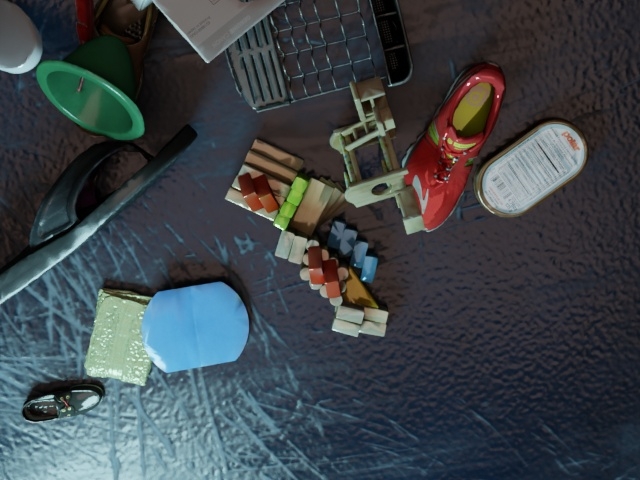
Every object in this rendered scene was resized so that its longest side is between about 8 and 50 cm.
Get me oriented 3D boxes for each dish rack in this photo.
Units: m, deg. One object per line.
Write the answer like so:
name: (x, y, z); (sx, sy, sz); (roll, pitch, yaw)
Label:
dish rack: (-0.012, -0.309, 1.874); (0.272, 0.074, 0.208); (-14, 98, 3)

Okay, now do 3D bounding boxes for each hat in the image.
hat: (-0.297, -0.276, 1.803); (0.173, 0.208, 0.183); (19, 66, 15)

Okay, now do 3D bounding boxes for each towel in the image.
towel: (-0.310, 0.152, 1.976); (0.110, 0.027, 0.148); (12, 98, -2)

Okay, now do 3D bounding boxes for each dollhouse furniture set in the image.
dollhouse furniture set: (0.071, -0.115, 1.820); (0.101, 0.161, 0.182); (-17, 58, 4)

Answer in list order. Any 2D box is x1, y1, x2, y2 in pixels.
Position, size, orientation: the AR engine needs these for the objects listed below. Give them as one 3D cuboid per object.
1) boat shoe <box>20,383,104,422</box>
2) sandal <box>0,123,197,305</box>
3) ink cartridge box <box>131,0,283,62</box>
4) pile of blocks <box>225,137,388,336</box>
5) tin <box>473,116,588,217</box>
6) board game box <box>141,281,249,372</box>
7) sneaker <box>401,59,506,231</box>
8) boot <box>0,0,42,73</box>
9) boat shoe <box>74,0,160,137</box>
boat shoe: (-0.412, 0.263, 1.989); (0.133, 0.042, 0.049); (-12, 97, 1)
sandal: (-0.380, -0.047, 1.873); (0.446, 0.167, 0.107); (-37, 101, 7)
ink cartridge box: (-0.152, -0.428, 1.795); (0.296, 0.066, 0.261); (-42, 94, -20)
pile of blocks: (0.000, 0.000, 1.903); (0.149, 0.112, 0.362); (-39, 97, 7)
tin: (0.325, -0.111, 1.920); (0.190, 0.040, 0.106); (-36, 101, 6)
board game box: (-0.199, 0.132, 1.966); (0.169, 0.033, 0.133); (-10, 104, -10)
sneaker: (0.195, -0.143, 1.873); (0.107, 0.118, 0.279); (23, 99, -2)
boot: (-0.463, -0.298, 1.811); (0.258, 0.123, 0.095); (36, 89, 31)
boat shoe: (-0.310, -0.300, 1.864); (0.111, 0.104, 0.307); (17, 99, -2)
